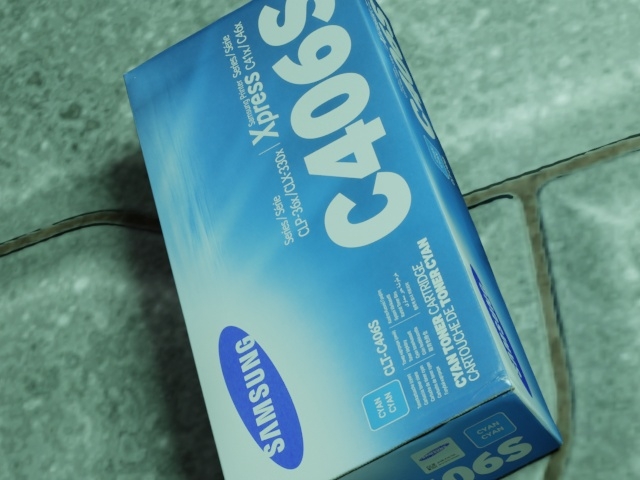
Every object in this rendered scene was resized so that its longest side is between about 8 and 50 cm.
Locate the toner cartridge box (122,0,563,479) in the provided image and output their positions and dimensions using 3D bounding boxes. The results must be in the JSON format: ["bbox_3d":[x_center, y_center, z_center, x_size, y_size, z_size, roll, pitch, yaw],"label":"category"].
[{"bbox_3d":[0.000,0.000,0.974,0.165,0.075,0.347,-30,49,13],"label":"toner cartridge box"}]
